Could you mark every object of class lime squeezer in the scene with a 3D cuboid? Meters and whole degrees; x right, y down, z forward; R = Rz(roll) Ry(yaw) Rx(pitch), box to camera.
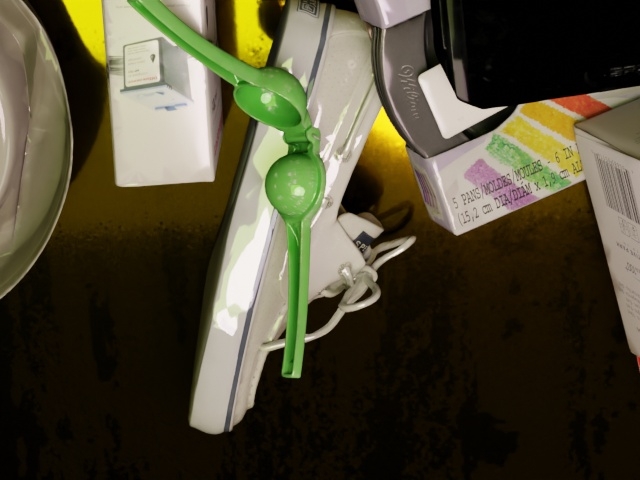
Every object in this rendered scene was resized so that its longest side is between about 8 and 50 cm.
[{"bbox_3d":[-0.038,-0.057,1.360,0.058,0.110,0.310,-9,111,32],"label":"lime squeezer"}]

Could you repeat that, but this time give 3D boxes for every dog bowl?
[{"bbox_3d":[-0.362,-0.098,1.470,0.348,0.102,0.349,1,111,2],"label":"dog bowl"}]

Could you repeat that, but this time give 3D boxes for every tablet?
[{"bbox_3d":[0.118,-0.117,1.367,0.083,0.006,0.054,-28,110,-9],"label":"tablet"}]

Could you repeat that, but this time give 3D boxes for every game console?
[{"bbox_3d":[0.172,-0.283,1.323,0.213,0.044,0.361,-10,102,-13],"label":"game console"}]

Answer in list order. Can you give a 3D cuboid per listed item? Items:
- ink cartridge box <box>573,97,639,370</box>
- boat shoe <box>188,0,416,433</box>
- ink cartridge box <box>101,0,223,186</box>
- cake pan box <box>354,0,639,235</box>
[{"bbox_3d":[0.384,-0.008,1.415,0.309,0.130,0.272,-22,112,-11],"label":"ink cartridge box"},{"bbox_3d":[0.000,-0.004,1.489,0.156,0.136,0.367,14,101,-7],"label":"boat shoe"},{"bbox_3d":[-0.121,-0.153,1.420,0.082,0.140,0.191,-3,111,1],"label":"ink cartridge box"},{"bbox_3d":[0.162,-0.163,1.408,0.266,0.070,0.246,-22,107,-10],"label":"cake pan box"}]
